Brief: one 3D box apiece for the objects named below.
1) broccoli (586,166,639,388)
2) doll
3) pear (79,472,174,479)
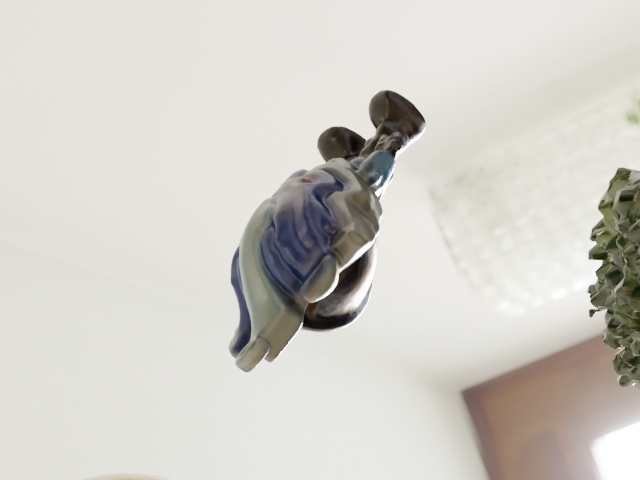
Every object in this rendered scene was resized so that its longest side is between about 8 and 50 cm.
[{"bbox_3d":[0.289,0.044,0.827,0.302,0.375,0.249,5,-99,-33],"label":"broccoli"},{"bbox_3d":[0.000,0.000,0.878,0.070,0.096,0.195,40,-140,-10],"label":"doll"},{"bbox_3d":[-0.180,0.382,1.671,0.348,0.348,0.348,47,-151,-37],"label":"pear"}]
